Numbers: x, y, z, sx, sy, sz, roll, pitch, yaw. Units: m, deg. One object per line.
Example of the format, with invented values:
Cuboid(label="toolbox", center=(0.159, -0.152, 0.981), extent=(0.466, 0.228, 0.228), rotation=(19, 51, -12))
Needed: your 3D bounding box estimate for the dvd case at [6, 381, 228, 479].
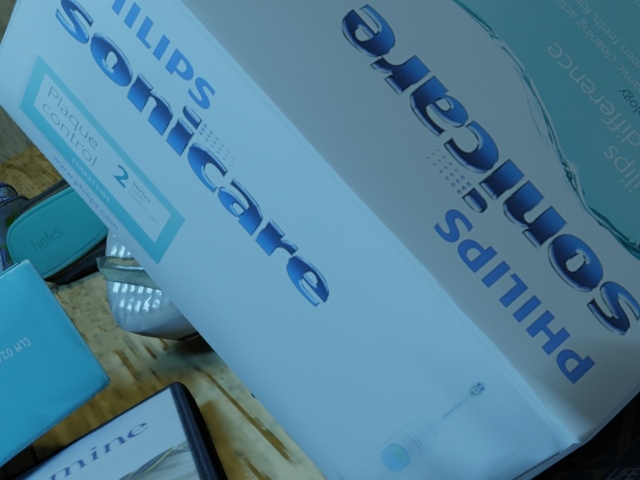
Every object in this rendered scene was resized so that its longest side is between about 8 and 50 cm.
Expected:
Cuboid(label="dvd case", center=(-0.119, 0.137, 0.684), extent=(0.180, 0.022, 0.253), rotation=(-31, 12, -4))

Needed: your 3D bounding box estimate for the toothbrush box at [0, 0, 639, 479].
Cuboid(label="toothbrush box", center=(0.073, -0.072, 0.573), extent=(0.295, 0.216, 0.126), rotation=(-39, -6, -34))

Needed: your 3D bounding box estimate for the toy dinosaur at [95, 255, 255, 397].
Cuboid(label="toy dinosaur", center=(0.000, 0.000, 0.743), extent=(0.064, 0.118, 0.268), rotation=(4, -31, -45))

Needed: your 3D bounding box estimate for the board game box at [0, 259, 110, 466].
Cuboid(label="board game box", center=(-0.293, 0.153, 0.825), extent=(0.336, 0.079, 0.254), rotation=(-37, 7, -31))

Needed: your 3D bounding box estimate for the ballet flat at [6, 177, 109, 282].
Cuboid(label="ballet flat", center=(-0.135, -0.041, 1.286), extent=(0.280, 0.095, 0.096), rotation=(-18, 5, 44))

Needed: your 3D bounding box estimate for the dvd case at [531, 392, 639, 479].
Cuboid(label="dvd case", center=(0.129, 0.054, 0.457), extent=(0.221, 0.018, 0.164), rotation=(-37, 14, -32))

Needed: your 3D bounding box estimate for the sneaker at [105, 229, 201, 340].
Cuboid(label="sneaker", center=(0.007, -0.035, 0.870), extent=(0.127, 0.126, 0.321), rotation=(11, -33, -34))

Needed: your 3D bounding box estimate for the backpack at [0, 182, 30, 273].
Cuboid(label="backpack", center=(-0.284, 0.003, 1.426), extent=(0.084, 0.105, 0.114), rotation=(-3, 18, 13))
